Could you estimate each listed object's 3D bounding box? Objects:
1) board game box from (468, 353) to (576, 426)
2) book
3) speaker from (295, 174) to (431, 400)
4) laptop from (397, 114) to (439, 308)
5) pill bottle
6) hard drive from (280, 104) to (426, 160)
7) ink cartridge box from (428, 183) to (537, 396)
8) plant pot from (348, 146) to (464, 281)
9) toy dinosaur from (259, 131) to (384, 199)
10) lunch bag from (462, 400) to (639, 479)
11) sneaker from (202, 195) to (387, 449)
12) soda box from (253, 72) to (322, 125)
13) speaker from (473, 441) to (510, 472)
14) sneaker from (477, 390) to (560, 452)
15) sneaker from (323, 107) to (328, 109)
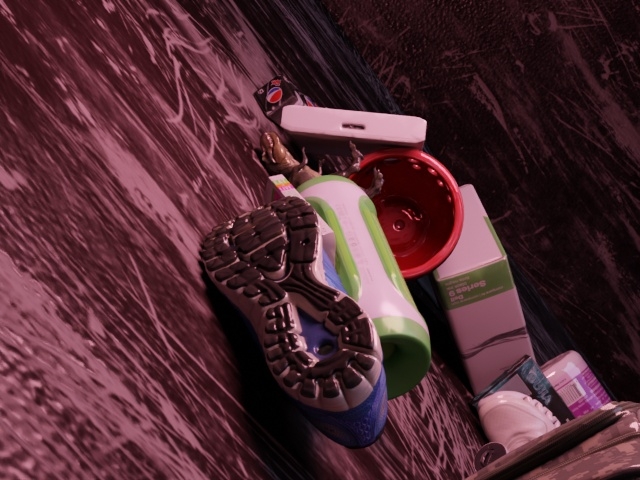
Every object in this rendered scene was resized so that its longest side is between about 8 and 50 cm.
[{"bbox_3d":[0.342,0.294,1.805,0.186,0.126,0.026,53,-8,-10],"label":"board game box"},{"bbox_3d":[-0.025,-0.001,1.260,0.144,0.035,0.096,-130,-146,-51],"label":"book"},{"bbox_3d":[0.037,0.049,1.336,0.131,0.131,0.296,44,17,-39],"label":"speaker"},{"bbox_3d":[0.168,-0.031,2.242,0.382,0.236,0.408,51,-15,-17],"label":"laptop"},{"bbox_3d":[0.470,0.362,1.992,0.302,0.169,0.169,57,13,7],"label":"pill bottle"},{"bbox_3d":[0.055,-0.159,1.701,0.307,0.203,0.040,21,75,-86],"label":"hard drive"},{"bbox_3d":[0.255,0.089,1.853,0.211,0.121,0.289,-106,175,-53],"label":"ink cartridge box"},{"bbox_3d":[0.112,-0.031,1.651,0.191,0.191,0.174,56,-1,6],"label":"plant pot"},{"bbox_3d":[0.023,-0.070,1.534,0.268,0.118,0.064,51,-1,31],"label":"toy dinosaur"},{"bbox_3d":[0.211,0.286,0.993,0.213,0.305,0.256,57,16,-1],"label":"lunch bag"},{"bbox_3d":[-0.023,0.082,1.111,0.330,0.129,0.147,-117,-174,-49],"label":"sneaker"},{"bbox_3d":[-0.040,-0.213,1.859,0.053,0.060,0.169,62,15,25],"label":"soda box"},{"bbox_3d":[0.275,0.345,1.599,0.136,0.055,0.055,47,15,-33],"label":"speaker"},{"bbox_3d":[0.345,0.358,1.724,0.292,0.110,0.118,53,22,-8],"label":"sneaker"},{"bbox_3d":[0.012,-0.222,2.115,0.044,0.040,0.109,59,14,8],"label":"sneaker"}]
